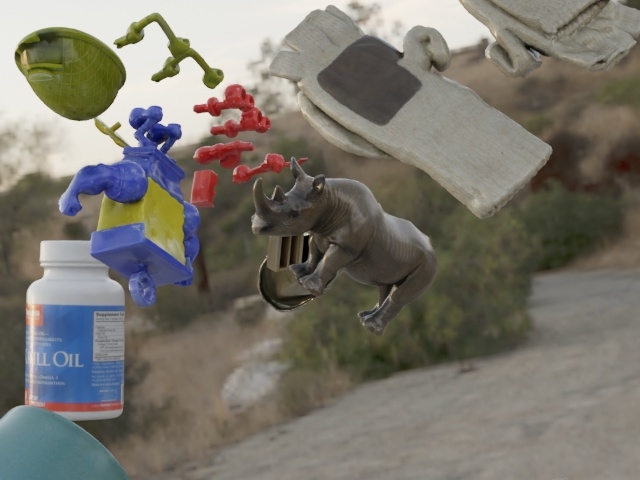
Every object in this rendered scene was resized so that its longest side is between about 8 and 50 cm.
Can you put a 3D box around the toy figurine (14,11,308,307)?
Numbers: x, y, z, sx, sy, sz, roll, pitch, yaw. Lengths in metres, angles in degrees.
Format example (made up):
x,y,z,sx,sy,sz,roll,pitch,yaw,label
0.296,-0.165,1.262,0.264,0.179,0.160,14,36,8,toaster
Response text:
x,y,z,sx,sy,sz,roll,pitch,yaw,label
-0.166,-0.045,1.408,0.191,0.217,0.362,-4,-23,21,toy figurine

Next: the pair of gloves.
x,y,z,sx,sy,sz,roll,pitch,yaw,label
0.098,-0.136,0.982,0.240,0.204,0.042,-51,-19,-27,pair of gloves

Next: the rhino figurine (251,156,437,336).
x,y,z,sx,sy,sz,roll,pitch,yaw,label
0.019,0.000,1.274,0.243,0.106,0.073,35,4,-40,rhino figurine

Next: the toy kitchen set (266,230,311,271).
x,y,z,sx,sy,sz,roll,pitch,yaw,label
0.000,0.000,1.397,0.068,0.075,0.083,-12,27,-39,toy kitchen set

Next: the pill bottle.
x,y,z,sx,sy,sz,roll,pitch,yaw,label
-0.309,0.112,1.747,0.124,0.221,0.124,0,-2,0,pill bottle

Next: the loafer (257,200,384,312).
x,y,z,sx,sy,sz,roll,pitch,yaw,label
-0.017,0.021,1.701,0.087,0.094,0.251,-43,-3,-41,loafer

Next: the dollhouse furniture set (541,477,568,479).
x,y,z,sx,sy,sz,roll,pitch,yaw,label
0.384,0.514,2.176,0.262,0.135,0.259,-5,35,-9,dollhouse furniture set

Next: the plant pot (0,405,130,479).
x,y,z,sx,sy,sz,roll,pitch,yaw,label
-0.346,0.328,1.503,0.272,0.271,0.255,-11,33,44,plant pot
